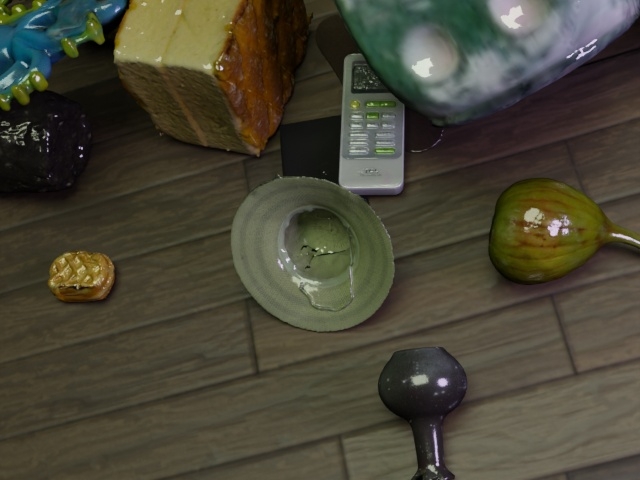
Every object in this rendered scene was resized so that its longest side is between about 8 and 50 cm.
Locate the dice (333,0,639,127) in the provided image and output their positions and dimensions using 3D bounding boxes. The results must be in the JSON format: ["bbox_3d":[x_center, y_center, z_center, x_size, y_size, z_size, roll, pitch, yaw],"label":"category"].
[{"bbox_3d":[0.233,-0.379,1.380,0.328,0.330,0.348,-26,97,33],"label":"dice"}]

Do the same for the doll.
[{"bbox_3d":[-0.444,-0.302,1.513,0.342,0.098,0.346,-16,45,16],"label":"doll"}]

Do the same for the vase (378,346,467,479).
[{"bbox_3d":[0.141,0.236,1.306,0.120,0.120,0.182,-7,78,10],"label":"vase"}]

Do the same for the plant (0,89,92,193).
[{"bbox_3d":[-0.555,-0.176,1.637,0.321,0.194,0.181,12,56,14],"label":"plant"}]

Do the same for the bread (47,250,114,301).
[{"bbox_3d":[-0.379,0.055,1.549,0.111,0.044,0.083,-1,64,16],"label":"bread"}]

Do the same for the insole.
[{"bbox_3d":[0.088,-0.262,1.608,0.111,0.007,0.327,-32,62,-4],"label":"insole"}]

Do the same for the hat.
[{"bbox_3d":[0.000,0.000,1.438,0.252,0.251,0.110,7,25,17],"label":"hat"}]

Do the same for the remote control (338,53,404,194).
[{"bbox_3d":[0.083,-0.187,1.547,0.103,0.034,0.250,1,65,7],"label":"remote control"}]

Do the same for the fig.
[{"bbox_3d":[0.364,-0.010,1.348,0.260,0.151,0.151,4,66,11],"label":"fig"}]

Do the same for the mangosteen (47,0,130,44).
[{"bbox_3d":[-0.386,-0.445,1.708,0.216,0.216,0.216,-5,64,11],"label":"mangosteen"}]

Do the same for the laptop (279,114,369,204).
[{"bbox_3d":[0.005,-0.110,1.553,0.135,0.016,0.197,-8,65,8],"label":"laptop"}]

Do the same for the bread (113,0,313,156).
[{"bbox_3d":[-0.164,-0.317,1.549,0.207,0.279,0.278,11,71,16],"label":"bread"}]
